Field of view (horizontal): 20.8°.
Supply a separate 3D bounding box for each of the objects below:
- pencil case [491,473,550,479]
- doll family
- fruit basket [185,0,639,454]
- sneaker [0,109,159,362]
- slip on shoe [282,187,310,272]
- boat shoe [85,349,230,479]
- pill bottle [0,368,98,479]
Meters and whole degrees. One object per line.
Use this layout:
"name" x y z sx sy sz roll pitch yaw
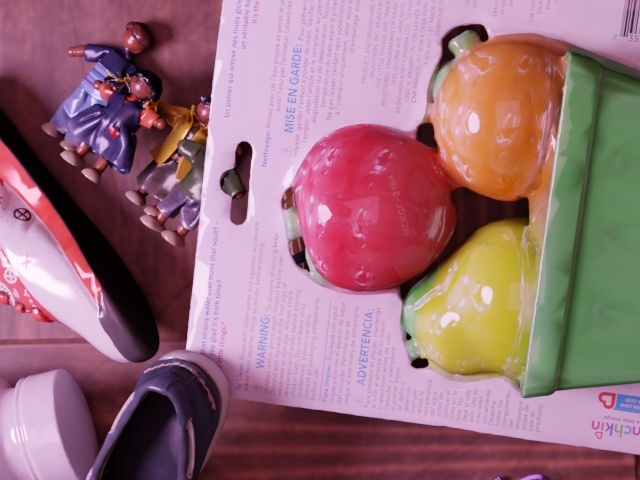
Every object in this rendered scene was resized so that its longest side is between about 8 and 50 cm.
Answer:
"pencil case" 0.174 0.268 1.260 0.088 0.086 0.206 -32 86 -1
"doll family" -0.127 -0.087 1.310 0.193 0.076 0.111 37 100 9
"fruit basket" 0.092 -0.028 1.231 0.353 0.165 0.327 8 98 11
"sneaker" -0.248 0.017 1.320 0.145 0.090 0.270 -40 82 7
"slip on shoe" 0.000 0.000 1.308 0.041 0.051 0.135 -3 81 -28
"boat shoe" -0.134 0.201 1.249 0.095 0.079 0.255 29 110 12
"pill bottle" -0.286 0.165 1.306 0.221 0.124 0.124 -16 88 8
